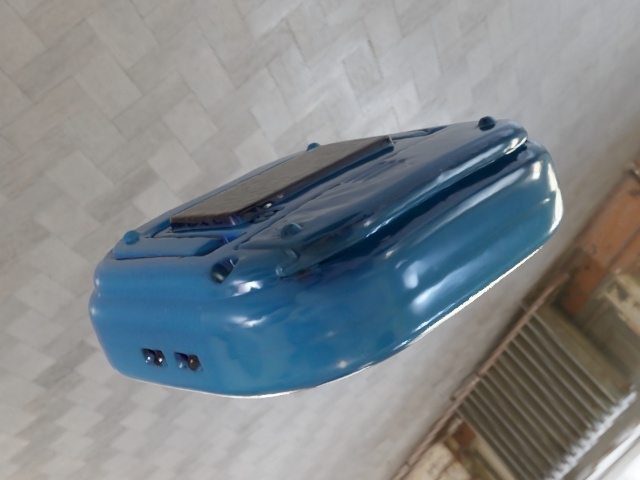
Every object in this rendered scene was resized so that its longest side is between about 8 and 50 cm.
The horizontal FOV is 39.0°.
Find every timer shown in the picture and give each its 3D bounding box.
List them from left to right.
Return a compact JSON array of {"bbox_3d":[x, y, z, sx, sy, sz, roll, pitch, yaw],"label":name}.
[{"bbox_3d":[0.000,0.000,0.706,0.340,0.115,0.309,-30,-163,-38],"label":"timer"}]
